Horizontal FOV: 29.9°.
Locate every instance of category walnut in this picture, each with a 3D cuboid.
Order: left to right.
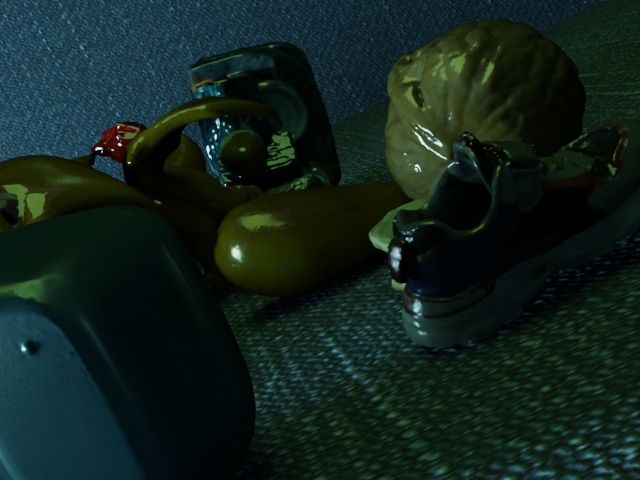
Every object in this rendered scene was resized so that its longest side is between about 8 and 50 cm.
[{"bbox_3d":[0.153,-0.112,1.136,0.213,0.213,0.213,-23,9,4],"label":"walnut"}]

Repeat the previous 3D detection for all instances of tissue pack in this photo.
[{"bbox_3d":[-0.187,0.099,0.724,0.287,0.198,0.206,-24,10,18],"label":"tissue pack"}]

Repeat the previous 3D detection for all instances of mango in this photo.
[{"bbox_3d":[0.003,-0.008,1.187,0.227,0.099,0.136,-17,11,-20],"label":"mango"}]

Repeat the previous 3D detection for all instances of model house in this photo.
[{"bbox_3d":[-0.074,-0.131,1.627,0.184,0.253,0.291,-14,13,1],"label":"model house"}]

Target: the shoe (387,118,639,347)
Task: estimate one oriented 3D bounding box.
[{"bbox_3d":[0.129,-0.033,0.820,0.227,0.125,0.099,-39,20,-11],"label":"shoe"}]

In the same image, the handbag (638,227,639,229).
[{"bbox_3d":[0.237,-0.035,0.881,0.111,0.047,0.072,-22,17,16],"label":"handbag"}]

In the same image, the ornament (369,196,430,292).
[{"bbox_3d":[0.133,-0.004,0.957,0.201,0.059,0.180,-18,14,26],"label":"ornament"}]

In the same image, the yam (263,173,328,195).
[{"bbox_3d":[-0.060,-0.029,1.530,0.179,0.078,0.078,-16,12,42],"label":"yam"}]

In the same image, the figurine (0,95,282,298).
[{"bbox_3d":[-0.265,-0.017,1.403,0.401,0.268,0.387,1,10,45],"label":"figurine"}]
